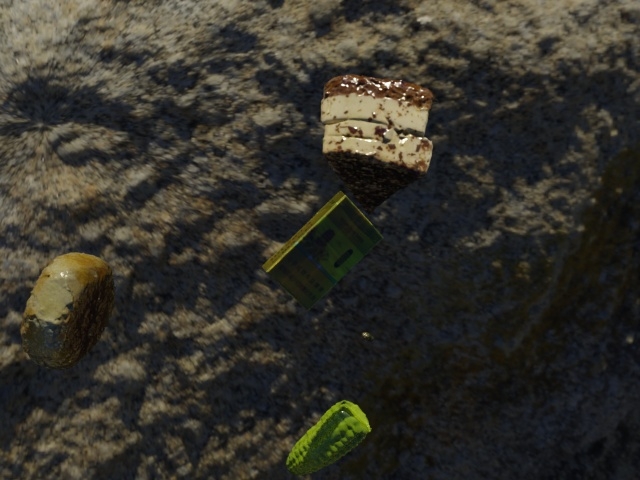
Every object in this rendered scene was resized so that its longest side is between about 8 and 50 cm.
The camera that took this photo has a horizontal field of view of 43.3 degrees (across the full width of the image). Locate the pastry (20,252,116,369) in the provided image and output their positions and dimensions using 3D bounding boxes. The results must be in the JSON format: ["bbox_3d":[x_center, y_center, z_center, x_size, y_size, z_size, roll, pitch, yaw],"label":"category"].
[{"bbox_3d":[-0.407,0.109,1.301,0.093,0.192,0.182,19,113,7],"label":"pastry"}]

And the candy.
[{"bbox_3d":[0.007,0.417,1.659,0.096,0.097,0.209,40,111,-20],"label":"candy"}]

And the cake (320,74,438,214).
[{"bbox_3d":[0.045,-0.118,1.026,0.135,0.246,0.112,12,78,-10],"label":"cake"}]

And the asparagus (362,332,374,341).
[{"bbox_3d":[0.099,0.201,1.684,0.018,0.127,0.015,24,85,13],"label":"asparagus"}]

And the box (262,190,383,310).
[{"bbox_3d":[0.006,0.020,1.430,0.193,0.030,0.121,-44,122,-1],"label":"box"}]
